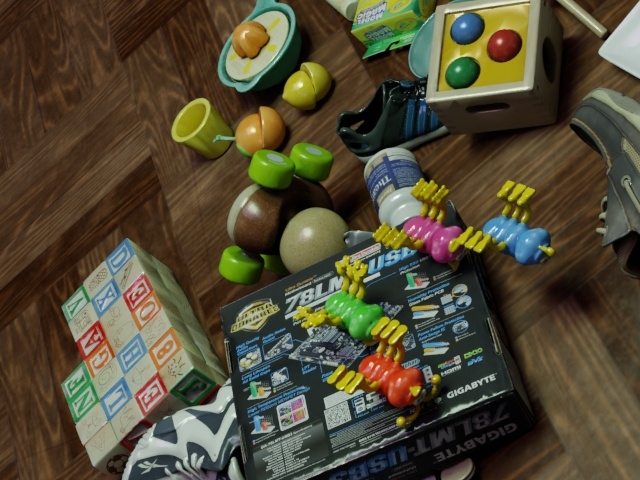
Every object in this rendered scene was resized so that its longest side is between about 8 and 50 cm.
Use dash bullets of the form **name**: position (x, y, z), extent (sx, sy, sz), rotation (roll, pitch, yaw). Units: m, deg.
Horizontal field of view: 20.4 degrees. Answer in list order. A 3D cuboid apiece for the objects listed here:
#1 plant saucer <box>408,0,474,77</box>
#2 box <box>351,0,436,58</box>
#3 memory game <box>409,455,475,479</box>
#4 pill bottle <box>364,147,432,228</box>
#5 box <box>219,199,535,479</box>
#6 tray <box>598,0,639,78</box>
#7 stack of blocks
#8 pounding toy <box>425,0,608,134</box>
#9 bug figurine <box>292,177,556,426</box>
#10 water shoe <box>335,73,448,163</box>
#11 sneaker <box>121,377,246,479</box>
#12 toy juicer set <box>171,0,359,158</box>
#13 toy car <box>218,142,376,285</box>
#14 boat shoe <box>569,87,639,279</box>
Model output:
- **plant saucer**: position (0.160, -0.240, 2.159), extent (0.119, 0.021, 0.119), rotation (-28, 42, 29)
- **box**: position (0.101, -0.319, 2.273), extent (0.105, 0.043, 0.179), rotation (-14, 51, 39)
- **memory game**: position (0.075, 0.268, 1.788), extent (0.186, 0.012, 0.186), rotation (-28, 29, 17)
- **pill bottle**: position (0.094, -0.046, 2.026), extent (0.067, 0.067, 0.120), rotation (-39, 38, 17)
- **box**: position (0.049, 0.128, 1.869), extent (0.295, 0.073, 0.293), rotation (-25, 40, 9)
- **tray**: position (0.414, -0.201, 1.848), extent (0.145, 0.030, 0.270), rotation (-51, 36, 2)
- **stack of blocks**: position (-0.228, 0.150, 2.183), extent (0.171, 0.087, 0.297), rotation (-45, 37, 9)
- **pounding toy**: position (0.223, -0.238, 1.996), extent (0.181, 0.094, 0.206), rotation (-5, 63, 26)
- **bug figurine**: position (0.105, 0.052, 1.801), extent (0.279, 0.072, 0.216), rotation (-46, 36, -9)
- **water shoe**: position (0.110, -0.159, 2.094), extent (0.203, 0.080, 0.073), rotation (-34, 40, 22)
- **sneaker**: position (-0.122, 0.257, 1.973), extent (0.235, 0.094, 0.153), rotation (-32, 31, 8)
- **toy juicer set**: position (-0.057, -0.251, 2.343), extent (0.209, 0.089, 0.329), rotation (15, 70, 51)
- **toy car**: position (0.000, 0.000, 2.044), extent (0.188, 0.149, 0.155), rotation (31, 116, 28)
- **boat shoe**: position (0.323, -0.029, 1.715), extent (0.130, 0.132, 0.355), rotation (-45, 35, 8)
